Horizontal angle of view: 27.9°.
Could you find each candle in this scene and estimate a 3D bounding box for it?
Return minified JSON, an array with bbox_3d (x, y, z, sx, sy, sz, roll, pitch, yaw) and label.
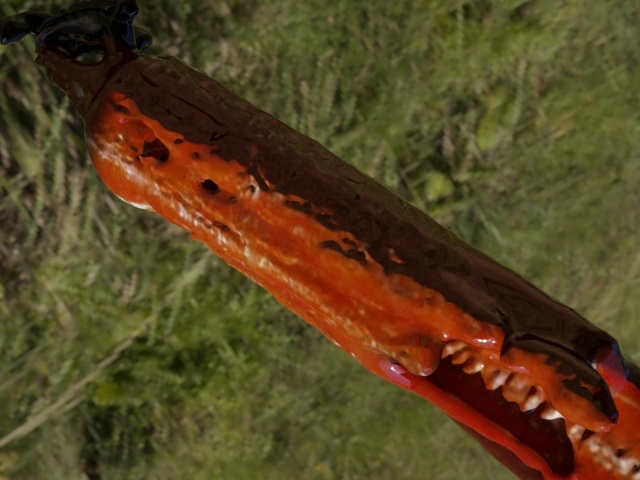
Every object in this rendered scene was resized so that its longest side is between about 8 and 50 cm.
[{"bbox_3d":[0.000,0.000,0.424,0.059,0.302,0.084,-44,155,-22],"label":"candle"}]
